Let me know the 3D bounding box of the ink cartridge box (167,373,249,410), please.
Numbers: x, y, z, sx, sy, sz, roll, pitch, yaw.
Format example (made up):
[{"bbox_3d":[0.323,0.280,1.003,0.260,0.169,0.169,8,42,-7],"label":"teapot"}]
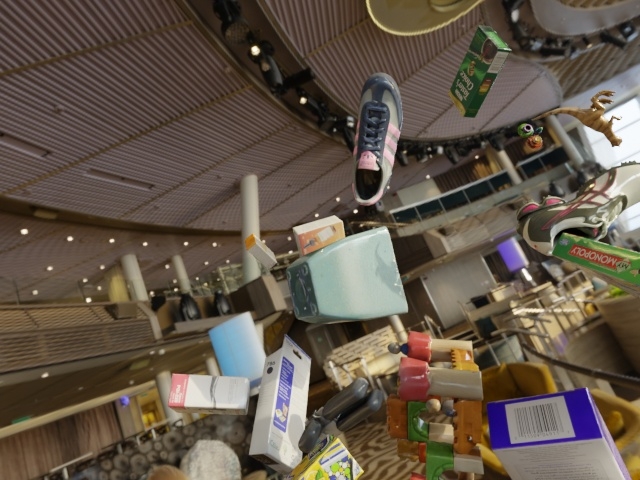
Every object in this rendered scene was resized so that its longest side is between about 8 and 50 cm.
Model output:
[{"bbox_3d":[-0.321,0.457,1.198,0.217,0.092,0.159,3,-29,-7],"label":"ink cartridge box"}]

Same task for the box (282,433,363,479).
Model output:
[{"bbox_3d":[-0.026,0.347,0.544,0.168,0.059,0.054,-37,-6,-25],"label":"box"}]

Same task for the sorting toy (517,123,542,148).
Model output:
[{"bbox_3d":[0.719,-0.361,1.372,0.061,0.102,0.042,-26,-13,-4],"label":"sorting toy"}]

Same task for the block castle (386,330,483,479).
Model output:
[{"bbox_3d":[0.241,0.455,0.911,0.212,0.454,0.303,-1,3,17],"label":"block castle"}]

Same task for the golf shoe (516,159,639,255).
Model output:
[{"bbox_3d":[0.523,-0.052,0.771,0.272,0.120,0.105,-25,-53,15],"label":"golf shoe"}]

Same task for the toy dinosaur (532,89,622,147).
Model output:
[{"bbox_3d":[0.631,-0.292,0.950,0.112,0.211,0.064,-62,-4,6],"label":"toy dinosaur"}]

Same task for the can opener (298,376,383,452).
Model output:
[{"bbox_3d":[0.031,0.389,0.864,0.095,0.076,0.283,-49,-6,-45],"label":"can opener"}]

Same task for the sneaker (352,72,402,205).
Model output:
[{"bbox_3d":[0.134,-0.235,0.993,0.112,0.319,0.131,7,29,17],"label":"sneaker"}]

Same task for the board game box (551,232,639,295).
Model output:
[{"bbox_3d":[0.553,0.089,0.616,0.046,0.317,0.213,-64,11,8],"label":"board game box"}]

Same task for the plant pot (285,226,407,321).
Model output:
[{"bbox_3d":[0.049,0.120,1.151,0.252,0.248,0.247,-9,-8,-31],"label":"plant pot"}]

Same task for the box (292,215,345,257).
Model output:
[{"bbox_3d":[0.000,0.000,1.490,0.170,0.130,0.091,-18,21,-11],"label":"box"}]

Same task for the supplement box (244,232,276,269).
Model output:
[{"bbox_3d":[-0.178,0.033,1.203,0.036,0.062,0.098,-40,-61,5],"label":"supplement box"}]

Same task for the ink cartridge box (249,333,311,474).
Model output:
[{"bbox_3d":[-0.102,0.451,1.139,0.065,0.333,0.165,-18,-51,24],"label":"ink cartridge box"}]

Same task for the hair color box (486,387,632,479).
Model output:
[{"bbox_3d":[0.481,0.443,0.788,0.185,0.339,0.110,-23,24,29],"label":"hair color box"}]

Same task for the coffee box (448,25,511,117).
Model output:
[{"bbox_3d":[0.388,-0.414,1.009,0.040,0.113,0.184,-2,-37,-14],"label":"coffee box"}]
